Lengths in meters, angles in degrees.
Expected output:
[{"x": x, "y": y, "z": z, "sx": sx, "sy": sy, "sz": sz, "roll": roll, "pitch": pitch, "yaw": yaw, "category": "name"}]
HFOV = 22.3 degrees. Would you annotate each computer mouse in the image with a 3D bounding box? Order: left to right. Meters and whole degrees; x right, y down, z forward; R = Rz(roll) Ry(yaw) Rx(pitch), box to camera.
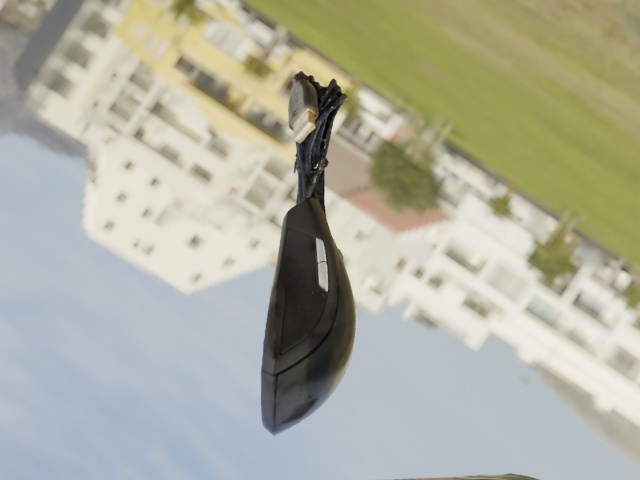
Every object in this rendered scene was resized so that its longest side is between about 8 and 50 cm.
[{"x": 0.000, "y": 0.000, "z": 1.148, "sx": 0.060, "sy": 0.184, "sz": 0.262, "roll": 4, "pitch": -142, "yaw": 3, "category": "computer mouse"}]

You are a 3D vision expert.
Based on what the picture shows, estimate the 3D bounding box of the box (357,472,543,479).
[{"x": 0.064, "y": 0.207, "z": 0.849, "sx": 0.270, "sy": 0.143, "sz": 0.165, "roll": 5, "pitch": -179, "yaw": -44, "category": "box"}]
